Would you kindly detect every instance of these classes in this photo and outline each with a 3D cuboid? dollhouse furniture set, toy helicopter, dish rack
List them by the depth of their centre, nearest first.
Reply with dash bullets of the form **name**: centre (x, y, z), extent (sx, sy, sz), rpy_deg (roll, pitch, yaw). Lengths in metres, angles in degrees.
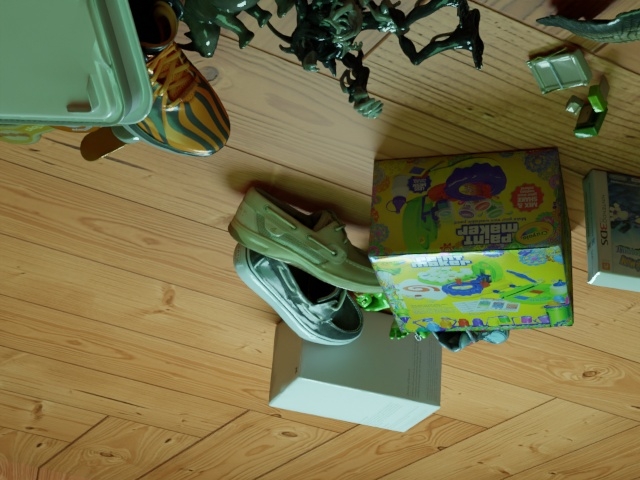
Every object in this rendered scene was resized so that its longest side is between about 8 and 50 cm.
- **dish rack**: centre (-0.377, -0.258, 1.578), extent (0.333, 0.072, 0.285), rpy_deg (4, 122, 28)
- **dollhouse furniture set**: centre (0.353, -0.217, 1.810), extent (0.076, 0.058, 0.152), rpy_deg (-8, 131, 36)
- **toy helicopter**: centre (-0.352, -0.190, 1.882), extent (0.235, 0.140, 0.355), rpy_deg (17, 161, -41)

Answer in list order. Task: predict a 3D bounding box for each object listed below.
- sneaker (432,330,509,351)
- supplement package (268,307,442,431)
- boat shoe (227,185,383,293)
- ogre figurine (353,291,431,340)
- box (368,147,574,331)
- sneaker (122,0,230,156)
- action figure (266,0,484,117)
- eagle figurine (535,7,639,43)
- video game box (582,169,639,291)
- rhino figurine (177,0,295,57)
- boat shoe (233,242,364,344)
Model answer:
- **sneaker**: centre (0.252, 0.156, 2.407), extent (0.104, 0.125, 0.262), rpy_deg (-22, 142, 40)
- **supplement package**: centre (0.069, 0.242, 2.538), extent (0.293, 0.175, 0.177), rpy_deg (14, 152, -18)
- **boat shoe**: centre (0.000, 0.000, 2.163), extent (0.302, 0.109, 0.098), rpy_deg (22, 105, -18)
- **ogre figurine**: centre (0.111, 0.092, 2.308), extent (0.097, 0.197, 0.118), rpy_deg (-26, 129, 1)
- **box**: centre (0.247, 0.008, 2.079), extent (0.290, 0.177, 0.279), rpy_deg (-3, 151, 13)
- **sneaker**: centre (-0.209, -0.221, 1.653), extent (0.321, 0.124, 0.180), rpy_deg (42, 161, -28)
- **action figure**: centre (0.058, -0.254, 1.655), extent (0.275, 0.141, 0.164), rpy_deg (-8, 135, 20)
- **eagle figurine**: centre (0.428, -0.250, 1.574), extent (0.225, 0.226, 0.298), rpy_deg (-2, 154, -36)
- **video game box**: centre (0.508, -0.008, 2.007), extent (0.205, 0.187, 0.048), rpy_deg (8, 152, -9)
- **rhino figurine**: centre (-0.114, -0.302, 1.650), extent (0.106, 0.073, 0.243), rpy_deg (45, 138, -15)
- **boat shoe**: centre (-0.012, 0.094, 2.322), extent (0.119, 0.121, 0.335), rpy_deg (-9, 149, 39)
